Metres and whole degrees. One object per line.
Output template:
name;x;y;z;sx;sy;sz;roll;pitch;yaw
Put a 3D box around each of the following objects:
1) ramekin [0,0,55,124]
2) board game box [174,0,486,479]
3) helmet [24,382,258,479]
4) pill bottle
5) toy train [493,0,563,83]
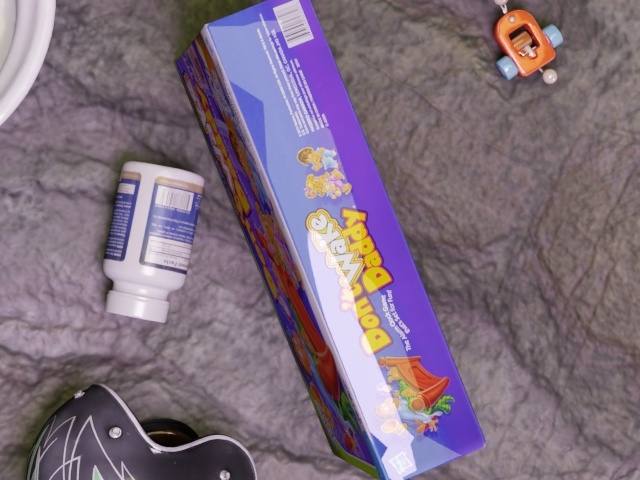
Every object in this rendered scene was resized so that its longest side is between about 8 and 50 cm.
ramekin;-0.340;-0.179;1.390;0.277;0.135;0.277;0;89;-9
board game box;0.000;0.000;1.391;0.078;0.233;0.347;-22;92;-9
helmet;-0.145;0.196;1.401;0.162;0.169;0.169;8;87;-25
pill bottle;-0.134;0.002;1.453;0.067;0.067;0.120;12;87;-9
toy train;0.193;-0.212;1.524;0.166;0.046;0.125;-39;96;-5
